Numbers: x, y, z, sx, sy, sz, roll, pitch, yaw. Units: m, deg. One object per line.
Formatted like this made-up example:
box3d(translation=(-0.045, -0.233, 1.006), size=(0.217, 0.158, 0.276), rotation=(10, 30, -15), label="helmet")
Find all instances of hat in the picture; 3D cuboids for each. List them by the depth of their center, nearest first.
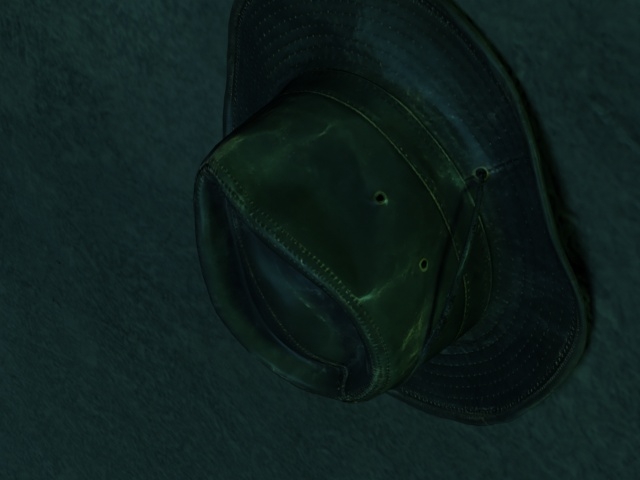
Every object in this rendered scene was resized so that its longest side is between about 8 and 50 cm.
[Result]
box3d(translation=(0.000, 0.000, 0.785), size=(0.331, 0.134, 0.331), rotation=(32, 139, 34), label="hat")
